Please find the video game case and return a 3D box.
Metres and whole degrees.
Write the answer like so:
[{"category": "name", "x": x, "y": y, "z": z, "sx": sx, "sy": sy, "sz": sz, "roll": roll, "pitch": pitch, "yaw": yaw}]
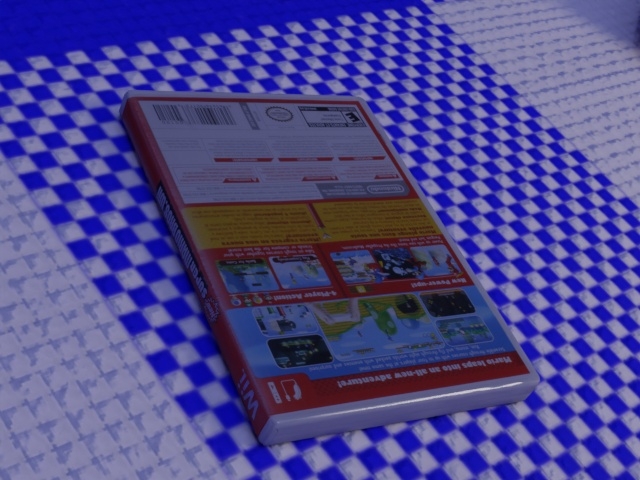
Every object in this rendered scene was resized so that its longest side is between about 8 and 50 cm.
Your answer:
[{"category": "video game case", "x": 0.000, "y": 0.000, "z": 0.709, "sx": 0.204, "sy": 0.025, "sz": 0.285, "roll": -3, "pitch": 48, "yaw": -32}]
